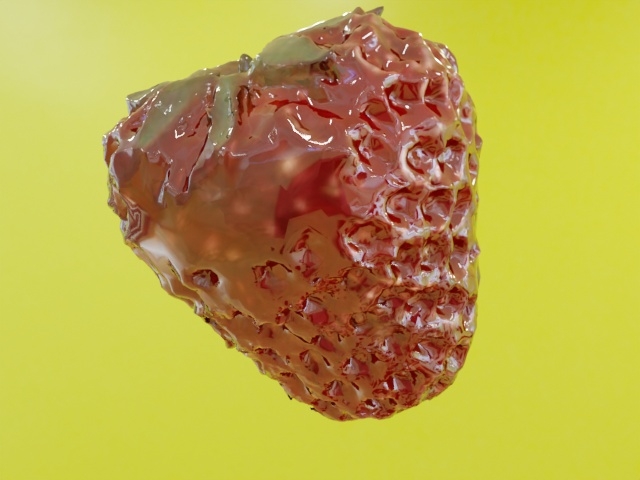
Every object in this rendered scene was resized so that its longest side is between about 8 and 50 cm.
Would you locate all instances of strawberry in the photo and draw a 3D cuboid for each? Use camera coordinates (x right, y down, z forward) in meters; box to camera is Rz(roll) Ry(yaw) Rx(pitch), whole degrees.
[{"bbox_3d":[0.000,0.000,1.198,0.317,0.345,0.295,-20,7,2],"label":"strawberry"}]
